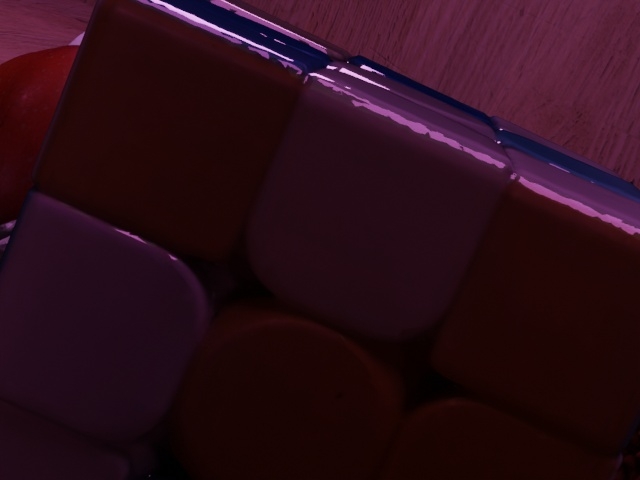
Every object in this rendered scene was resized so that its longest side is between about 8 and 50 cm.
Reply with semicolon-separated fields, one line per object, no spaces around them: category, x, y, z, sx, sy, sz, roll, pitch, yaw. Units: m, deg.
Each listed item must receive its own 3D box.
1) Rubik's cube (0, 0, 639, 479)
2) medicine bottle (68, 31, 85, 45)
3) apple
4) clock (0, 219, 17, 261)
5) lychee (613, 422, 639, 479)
Rubik's cube;-0.006;0.060;0.778;0.346;0.344;0.346;25;11;-1
medicine bottle;-0.146;-0.103;1.451;0.388;0.219;0.219;31;15;31
apple;-0.210;-0.052;1.056;0.260;0.217;0.260;17;-9;3
clock;-0.262;0.038;0.826;0.236;0.236;0.053;-74;142;-77
lychee;0.375;0.221;0.927;0.330;0.306;0.306;3;-1;36
